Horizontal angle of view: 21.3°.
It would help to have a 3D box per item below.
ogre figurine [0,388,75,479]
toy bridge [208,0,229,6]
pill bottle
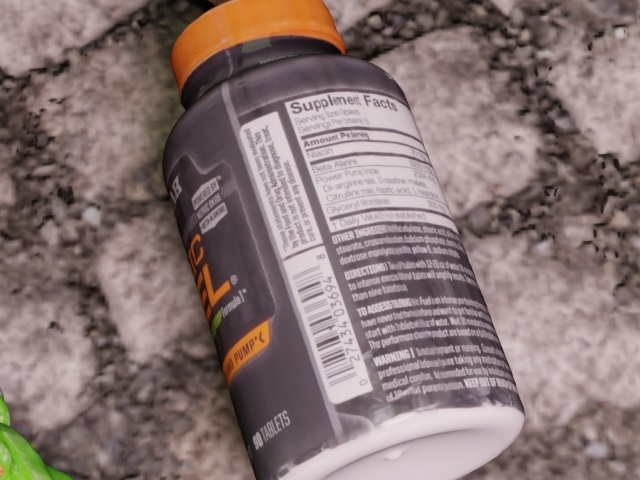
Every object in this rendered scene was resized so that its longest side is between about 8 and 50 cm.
[{"bbox_3d":[-0.175,0.136,0.790,0.118,0.097,0.197,-37,39,-3],"label":"ogre figurine"},{"bbox_3d":[-0.099,-0.179,0.942,0.026,0.063,0.188,-42,72,-17],"label":"toy bridge"},{"bbox_3d":[0.000,0.000,0.830,0.130,0.130,0.245,-16,67,-8],"label":"pill bottle"}]
